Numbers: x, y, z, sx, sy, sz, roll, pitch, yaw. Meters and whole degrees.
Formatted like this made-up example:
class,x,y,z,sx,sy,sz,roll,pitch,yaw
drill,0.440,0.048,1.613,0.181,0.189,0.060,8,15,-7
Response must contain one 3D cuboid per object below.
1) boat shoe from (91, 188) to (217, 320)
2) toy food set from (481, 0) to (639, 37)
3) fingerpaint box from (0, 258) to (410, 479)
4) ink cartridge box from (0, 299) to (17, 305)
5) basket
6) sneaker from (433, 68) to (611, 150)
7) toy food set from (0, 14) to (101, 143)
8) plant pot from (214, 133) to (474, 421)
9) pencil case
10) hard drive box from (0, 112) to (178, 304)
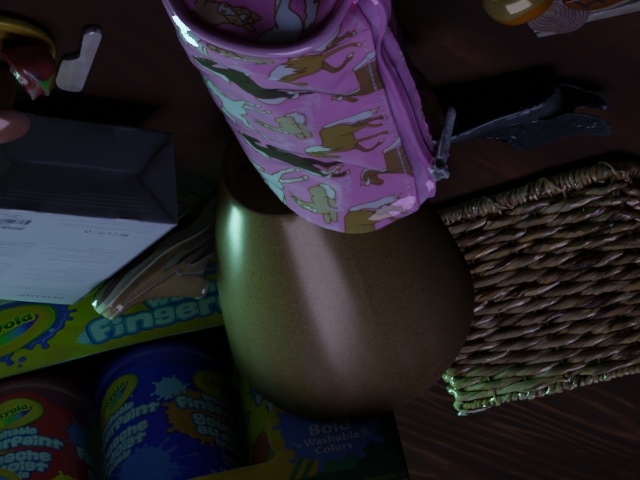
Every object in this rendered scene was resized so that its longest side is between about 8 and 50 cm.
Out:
class,x,y,z,sx,sy,sz,roll,pitch,yaw
boat shoe,-0.131,0.025,1.766,0.190,0.072,0.068,-42,-172,-38
toy food set,0.188,-0.186,1.420,0.132,0.039,0.192,-12,160,22
fingerpaint box,-0.148,0.198,1.854,0.444,0.371,0.163,-12,129,0
ink cartridge box,-0.404,0.086,2.071,0.189,0.066,0.232,-6,157,4
basket,0.256,0.019,1.964,0.299,0.223,0.213,-18,-170,35
sneaker,0.159,-0.103,1.640,0.170,0.051,0.089,-13,155,15
toy food set,-0.272,-0.119,1.463,0.217,0.071,0.128,4,160,-23
plant pot,0.000,0.000,1.685,0.237,0.237,0.254,-8,147,10
pencil case,-0.005,-0.133,1.352,0.167,0.160,0.386,-15,159,6
hard drive box,-0.253,-0.023,1.648,0.181,0.089,0.232,6,158,-29
